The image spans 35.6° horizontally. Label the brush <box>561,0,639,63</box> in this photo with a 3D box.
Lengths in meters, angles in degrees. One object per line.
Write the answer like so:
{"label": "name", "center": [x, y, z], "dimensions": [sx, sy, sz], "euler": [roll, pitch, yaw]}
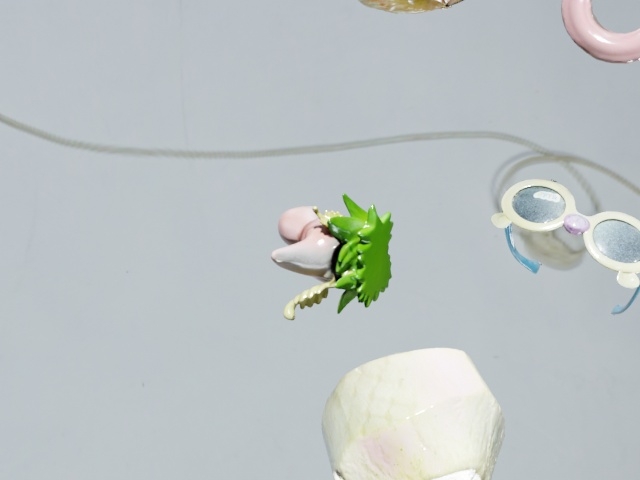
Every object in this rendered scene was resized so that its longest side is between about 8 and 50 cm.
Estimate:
{"label": "brush", "center": [0.221, -0.183, 0.512], "dimensions": [0.233, 0.047, 0.103], "euler": [-44, 75, 15]}

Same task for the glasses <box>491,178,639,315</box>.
{"label": "glasses", "center": [0.319, 0.007, 1.226], "dimensions": [0.190, 0.220, 0.088], "euler": [27, 84, 22]}

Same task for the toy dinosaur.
{"label": "toy dinosaur", "center": [-0.001, -0.006, 1.301], "dimensions": [0.177, 0.194, 0.152], "euler": [10, 123, 26]}

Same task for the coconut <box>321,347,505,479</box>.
{"label": "coconut", "center": [0.119, 0.256, 1.320], "dimensions": [0.259, 0.259, 0.259], "euler": [0, 88, -11]}

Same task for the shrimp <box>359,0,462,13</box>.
{"label": "shrimp", "center": [0.171, -0.358, 1.340], "dimensions": [0.154, 0.294, 0.062], "euler": [19, 75, -45]}
